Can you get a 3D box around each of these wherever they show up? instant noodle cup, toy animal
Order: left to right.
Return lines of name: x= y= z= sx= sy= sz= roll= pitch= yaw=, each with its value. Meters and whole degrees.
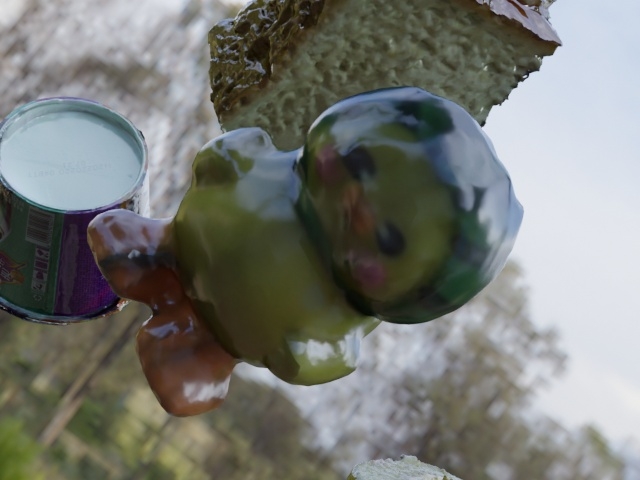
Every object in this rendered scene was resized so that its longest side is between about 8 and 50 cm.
instant noodle cup: x=-0.321 y=-0.048 z=2.226 sx=0.251 sy=0.251 sz=0.190 roll=35 pitch=-38 yaw=16
toy animal: x=0.002 y=-0.001 z=1.420 sx=0.191 sy=0.338 sz=0.216 roll=-9 pitch=75 yaw=-65

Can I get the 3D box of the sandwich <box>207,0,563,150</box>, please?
sandwich: x=0.040 y=-0.179 z=1.752 sx=0.262 sy=0.325 sz=0.131 roll=21 pitch=36 yaw=-35

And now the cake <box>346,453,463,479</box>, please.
cake: x=0.111 y=0.339 z=2.032 sx=0.179 sy=0.156 sz=0.260 roll=33 pitch=11 yaw=22
